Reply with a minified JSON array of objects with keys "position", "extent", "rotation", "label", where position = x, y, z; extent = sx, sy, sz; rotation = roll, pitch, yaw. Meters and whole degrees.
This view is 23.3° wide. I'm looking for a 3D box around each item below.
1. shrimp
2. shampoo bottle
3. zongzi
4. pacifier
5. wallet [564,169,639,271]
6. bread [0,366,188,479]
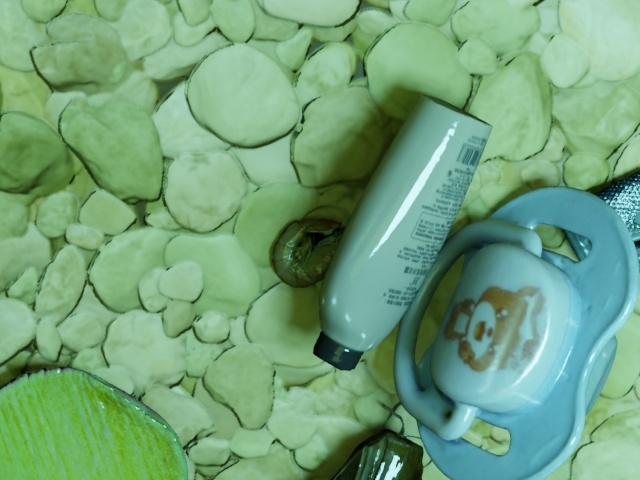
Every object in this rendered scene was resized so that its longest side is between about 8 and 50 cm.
[{"position":[0.000,0.000,1.430],"extent":[0.108,0.023,0.059],"rotation":[-41,93,14],"label":"shrimp"},{"position":[0.065,-0.001,1.377],"extent":[0.078,0.127,0.257],"rotation":[29,101,25],"label":"shampoo bottle"},{"position":[0.033,0.270,1.430],"extent":[0.084,0.184,0.187],"rotation":[32,107,-8],"label":"zongzi"},{"position":[0.196,0.094,1.392],"extent":[0.207,0.227,0.279],"rotation":[23,90,-38],"label":"pacifier"},{"position":[0.290,-0.016,1.403],"extent":[0.129,0.026,0.088],"rotation":[-27,105,11],"label":"wallet"},{"position":[-0.239,0.225,1.512],"extent":[0.228,0.033,0.229],"rotation":[2,108,5],"label":"bread"}]
